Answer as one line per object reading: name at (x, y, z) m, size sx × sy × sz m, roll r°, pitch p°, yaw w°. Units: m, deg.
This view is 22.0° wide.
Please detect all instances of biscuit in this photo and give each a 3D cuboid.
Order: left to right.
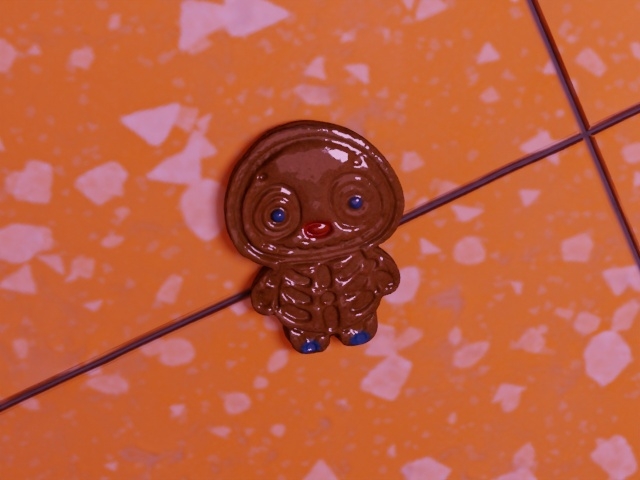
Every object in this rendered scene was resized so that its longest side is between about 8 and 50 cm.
biscuit at (0.000, 0.000, 1.139) m, size 0.124 × 0.026 × 0.175 m, roll -11°, pitch 115°, yaw -1°
